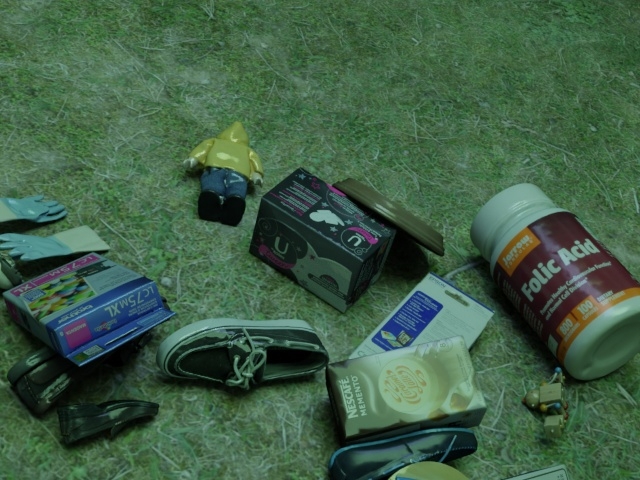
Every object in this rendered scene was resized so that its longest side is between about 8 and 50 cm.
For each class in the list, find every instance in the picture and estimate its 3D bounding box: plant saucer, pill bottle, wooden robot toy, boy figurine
[{"bbox_3d":[0.149,-0.054,1.985,0.278,0.041,0.278,32,2,-1],"label":"plant saucer"},{"bbox_3d":[0.493,0.074,1.952,0.224,0.224,0.392,-10,47,-29],"label":"pill bottle"},{"bbox_3d":[0.426,0.313,1.798,0.079,0.076,0.173,-10,34,22],"label":"wooden robot toy"},{"bbox_3d":[-0.211,-0.162,2.067,0.177,0.092,0.285,10,40,-9],"label":"boy figurine"}]

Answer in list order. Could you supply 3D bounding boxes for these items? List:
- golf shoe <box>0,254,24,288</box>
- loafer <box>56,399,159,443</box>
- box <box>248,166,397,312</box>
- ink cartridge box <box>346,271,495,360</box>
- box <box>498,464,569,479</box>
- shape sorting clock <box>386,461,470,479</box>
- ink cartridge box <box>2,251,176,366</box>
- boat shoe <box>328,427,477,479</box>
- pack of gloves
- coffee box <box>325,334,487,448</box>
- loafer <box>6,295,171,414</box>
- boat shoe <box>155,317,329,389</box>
[{"bbox_3d":[-0.665,0.038,1.690,0.273,0.105,0.120,25,67,4],"label":"golf shoe"},{"bbox_3d":[-0.344,0.292,1.539,0.170,0.062,0.061,-1,82,-30],"label":"loafer"},{"bbox_3d":[0.000,0.000,1.904,0.247,0.163,0.142,34,45,17],"label":"box"},{"bbox_3d":[0.195,0.199,1.826,0.165,0.065,0.333,33,44,17],"label":"ink cartridge box"},{"bbox_3d":[0.274,0.459,1.461,0.290,0.087,0.169,-5,74,-36],"label":"box"},{"bbox_3d":[0.175,0.455,1.496,0.206,0.040,0.206,8,65,-18],"label":"shape sorting clock"},{"bbox_3d":[-0.393,0.106,1.586,0.186,0.065,0.311,-27,27,-29],"label":"ink cartridge box"},{"bbox_3d":[0.144,0.382,1.589,0.258,0.109,0.089,-12,57,-7],"label":"boat shoe"},{"bbox_3d":[-0.551,-0.015,1.802,0.195,0.046,0.232,39,24,25],"label":"pack of gloves"},{"bbox_3d":[0.143,0.267,1.627,0.247,0.098,0.141,-12,61,-7],"label":"coffee box"},{"bbox_3d":[-0.376,0.196,1.609,0.303,0.109,0.095,-26,76,-33],"label":"loafer"},{"bbox_3d":[-0.130,0.209,1.659,0.306,0.113,0.105,3,27,-30],"label":"boat shoe"}]
